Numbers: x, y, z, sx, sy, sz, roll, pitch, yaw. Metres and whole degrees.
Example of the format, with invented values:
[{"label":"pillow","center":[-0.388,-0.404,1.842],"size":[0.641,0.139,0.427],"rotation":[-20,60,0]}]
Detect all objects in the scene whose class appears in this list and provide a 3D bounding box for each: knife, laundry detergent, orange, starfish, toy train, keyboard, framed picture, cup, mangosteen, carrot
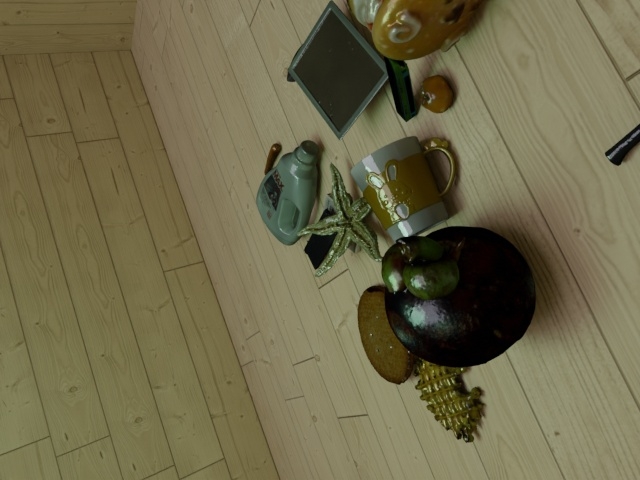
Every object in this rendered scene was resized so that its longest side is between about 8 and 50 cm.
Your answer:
[{"label":"knife","center":[0.537,-0.192,0.748],"size":[0.060,0.028,0.230],"rotation":[50,141,17]},{"label":"laundry detergent","center":[-0.094,-0.179,1.725],"size":[0.264,0.124,0.398],"rotation":[64,146,21]},{"label":"orange","center":[0.258,-0.327,1.114],"size":[0.086,0.062,0.086],"rotation":[30,129,47]},{"label":"starfish","center":[0.066,-0.063,1.487],"size":[0.357,0.078,0.348],"rotation":[-1,93,45]},{"label":"toy train","center":[0.187,-0.357,1.133],"size":[0.044,0.042,0.209],"rotation":[56,180,28]},{"label":"keyboard","center":[0.000,0.000,1.708],"size":[0.101,0.018,0.310],"rotation":[61,155,17]},{"label":"framed picture","center":[0.044,-0.451,1.320],"size":[0.232,0.019,0.296],"rotation":[-48,64,35]},{"label":"cup","center":[0.218,-0.131,1.189],"size":[0.241,0.185,0.226],"rotation":[-28,83,28]},{"label":"mangosteen","center":[0.267,0.087,1.018],"size":[0.306,0.306,0.360],"rotation":[10,138,58]},{"label":"carrot","center":[-0.189,-0.310,1.913],"size":[0.037,0.037,0.190],"rotation":[64,153,18]}]

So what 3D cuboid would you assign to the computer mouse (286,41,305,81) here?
[{"label":"computer mouse","center":[-0.040,-0.546,1.487],"size":[0.232,0.057,0.120],"rotation":[8,75,59]}]

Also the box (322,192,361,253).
[{"label":"box","center":[0.071,-0.058,1.589],"size":[0.198,0.029,0.109],"rotation":[47,140,40]}]

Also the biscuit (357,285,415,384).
[{"label":"biscuit","center":[0.197,0.284,1.500],"size":[0.305,0.038,0.306],"rotation":[169,90,-67]}]

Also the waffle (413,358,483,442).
[{"label":"waffle","center":[0.336,0.408,1.336],"size":[0.231,0.051,0.229],"rotation":[26,127,54]}]

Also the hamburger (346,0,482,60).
[{"label":"hamburger","center":[0.212,-0.486,0.944],"size":[0.302,0.261,0.186],"rotation":[-44,68,29]}]
